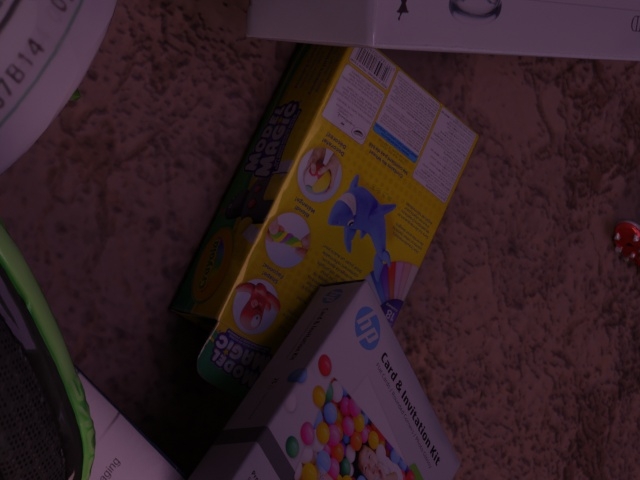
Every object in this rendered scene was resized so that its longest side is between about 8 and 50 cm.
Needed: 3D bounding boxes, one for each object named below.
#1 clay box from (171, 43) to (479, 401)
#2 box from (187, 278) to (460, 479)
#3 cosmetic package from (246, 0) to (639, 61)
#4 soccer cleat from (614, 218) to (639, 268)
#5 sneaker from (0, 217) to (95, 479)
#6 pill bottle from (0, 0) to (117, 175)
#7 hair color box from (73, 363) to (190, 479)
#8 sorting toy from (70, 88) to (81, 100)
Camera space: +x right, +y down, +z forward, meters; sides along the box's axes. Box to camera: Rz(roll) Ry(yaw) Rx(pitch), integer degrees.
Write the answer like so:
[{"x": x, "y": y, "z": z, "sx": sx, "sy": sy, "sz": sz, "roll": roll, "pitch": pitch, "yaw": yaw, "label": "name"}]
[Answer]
[{"x": 0.000, "y": 0.000, "z": 1.027, "sx": 0.127, "sy": 0.053, "sz": 0.222, "roll": 36, "pitch": 75, "yaw": -38, "label": "clay box"}, {"x": 0.004, "y": 0.135, "z": 0.951, "sx": 0.145, "sy": 0.038, "sz": 0.186, "roll": 63, "pitch": 39, "yaw": -25, "label": "box"}, {"x": 0.115, "y": -0.251, "z": 1.012, "sx": 0.377, "sy": 0.097, "sz": 0.284, "roll": -6, "pitch": 104, "yaw": -52, "label": "cosmetic package"}, {"x": 0.240, "y": 0.004, "z": 1.256, "sx": 0.083, "sy": 0.029, "sz": 0.036, "roll": 46, "pitch": 59, "yaw": -40, "label": "soccer cleat"}, {"x": -0.283, "y": 0.009, "z": 0.564, "sx": 0.483, "sy": 0.185, "sz": 0.202, "roll": 36, "pitch": 43, "yaw": -34, "label": "sneaker"}, {"x": -0.266, "y": -0.169, "z": 0.665, "sx": 0.361, "sy": 0.204, "sz": 0.204, "roll": 40, "pitch": 72, "yaw": -39, "label": "pill bottle"}, {"x": -0.167, "y": 0.156, "z": 0.874, "sx": 0.174, "sy": 0.105, "sz": 0.347, "roll": -53, "pitch": 127, "yaw": -21, "label": "hair color box"}, {"x": -0.152, "y": -0.108, "z": 0.902, "sx": 0.083, "sy": 0.012, "sz": 0.062, "roll": 31, "pitch": 77, "yaw": -40, "label": "sorting toy"}]
